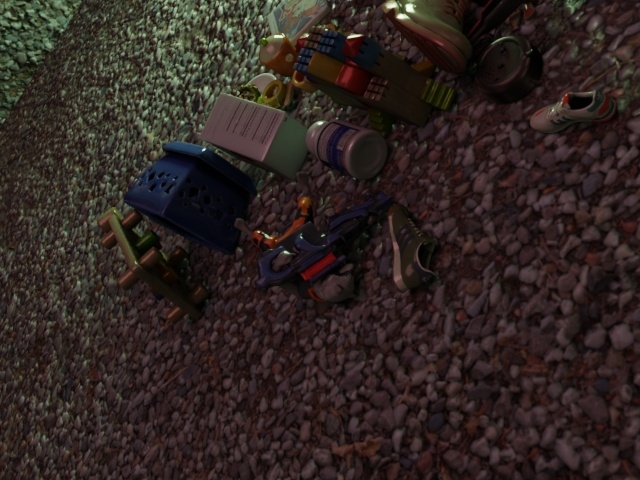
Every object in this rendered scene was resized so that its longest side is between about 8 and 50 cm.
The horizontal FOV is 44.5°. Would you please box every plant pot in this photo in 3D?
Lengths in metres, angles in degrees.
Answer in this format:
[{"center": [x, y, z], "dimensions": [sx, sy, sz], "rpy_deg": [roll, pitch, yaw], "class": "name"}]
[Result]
[{"center": [-0.324, -0.121, 2.015], "dimensions": [0.236, 0.236, 0.212], "rpy_deg": [18, 78, 50], "class": "plant pot"}]

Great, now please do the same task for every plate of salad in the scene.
[{"center": [-0.192, -0.374, 2.147], "dimensions": [0.200, 0.048, 0.200], "rpy_deg": [-24, 54, 38], "class": "plate of salad"}]

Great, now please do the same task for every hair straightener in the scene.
[{"center": [0.336, -0.425, 1.601], "dimensions": [0.230, 0.047, 0.089], "rpy_deg": [-45, 42, 30], "class": "hair straightener"}]

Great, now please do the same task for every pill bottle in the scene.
[{"center": [0.052, -0.210, 1.750], "dimensions": [0.186, 0.112, 0.112], "rpy_deg": [29, 92, 50], "class": "pill bottle"}]

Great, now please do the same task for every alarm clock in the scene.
[{"center": [0.350, -0.335, 1.543], "dimensions": [0.192, 0.064, 0.129], "rpy_deg": [-11, 62, 47], "class": "alarm clock"}]

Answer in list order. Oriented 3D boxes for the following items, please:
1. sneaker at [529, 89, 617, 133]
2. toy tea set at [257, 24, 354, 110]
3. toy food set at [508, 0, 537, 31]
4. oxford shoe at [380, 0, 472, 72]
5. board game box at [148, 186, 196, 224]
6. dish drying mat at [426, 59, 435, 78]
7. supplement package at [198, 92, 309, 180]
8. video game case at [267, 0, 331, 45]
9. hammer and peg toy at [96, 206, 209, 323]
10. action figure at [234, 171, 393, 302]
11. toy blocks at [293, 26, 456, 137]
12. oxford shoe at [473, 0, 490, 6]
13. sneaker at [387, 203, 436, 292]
[{"center": [0.435, -0.236, 1.384], "dimensions": [0.161, 0.075, 0.057], "rpy_deg": [-4, 67, 45], "class": "sneaker"}, {"center": [-0.045, -0.468, 1.972], "dimensions": [0.336, 0.124, 0.200], "rpy_deg": [-18, 55, 37], "class": "toy tea set"}, {"center": [0.410, -0.490, 1.592], "dimensions": [0.078, 0.019, 0.122], "rpy_deg": [-28, 51, 35], "class": "toy food set"}, {"center": [0.241, -0.471, 1.635], "dimensions": [0.146, 0.140, 0.397], "rpy_deg": [-41, 33, 12], "class": "oxford shoe"}, {"center": [-0.431, -0.148, 2.269], "dimensions": [0.194, 0.060, 0.194], "rpy_deg": [-45, 43, 19], "class": "board game box"}, {"center": [0.238, -0.375, 1.722], "dimensions": [0.032, 0.008, 0.083], "rpy_deg": [16, 81, 51], "class": "dish drying mat"}, {"center": [-0.159, -0.261, 1.951], "dimensions": [0.244, 0.139, 0.134], "rpy_deg": [24, 88, 40], "class": "supplement package"}, {"center": [-0.063, -0.630, 2.168], "dimensions": [0.201, 0.023, 0.183], "rpy_deg": [-37, 46, 27], "class": "video game case"}, {"center": [-0.441, 0.041, 2.039], "dimensions": [0.127, 0.266, 0.361], "rpy_deg": [-42, 42, 2], "class": "hammer and peg toy"}, {"center": [0.000, 0.000, 1.705], "dimensions": [0.341, 0.178, 0.330], "rpy_deg": [-28, 50, -5], "class": "action figure"}, {"center": [0.067, -0.365, 1.694], "dimensions": [0.381, 0.261, 0.191], "rpy_deg": [28, 95, 51], "class": "toy blocks"}, {"center": [0.329, -0.579, 1.681], "dimensions": [0.096, 0.083, 0.227], "rpy_deg": [-42, 45, 17], "class": "oxford shoe"}, {"center": [0.187, 0.006, 1.534], "dimensions": [0.086, 0.064, 0.192], "rpy_deg": [-20, 56, 30], "class": "sneaker"}]
